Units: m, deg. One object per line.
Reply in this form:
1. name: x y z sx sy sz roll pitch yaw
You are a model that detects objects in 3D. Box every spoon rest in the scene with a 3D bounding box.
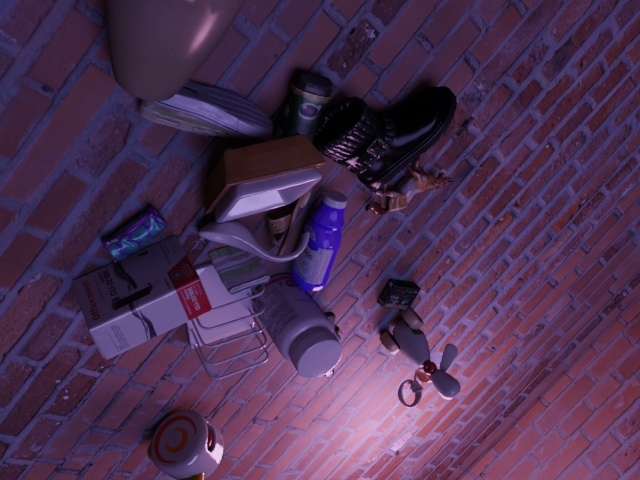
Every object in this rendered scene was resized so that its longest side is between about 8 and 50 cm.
1. spoon rest: -0.168 0.003 1.658 0.276 0.137 0.084 7 79 -7

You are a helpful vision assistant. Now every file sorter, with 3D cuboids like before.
1. file sorter: -0.249 0.208 1.774 0.192 0.173 0.278 -17 132 -21

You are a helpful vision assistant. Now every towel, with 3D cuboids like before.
1. towel: -0.210 0.064 1.699 0.113 0.152 0.023 -20 141 -20

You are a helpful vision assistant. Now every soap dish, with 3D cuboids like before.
1. soap dish: -0.141 -0.140 1.517 0.229 0.291 0.118 -16 86 -21

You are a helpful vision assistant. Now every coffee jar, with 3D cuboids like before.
1. coffee jar: -0.042 -0.305 1.566 0.096 0.079 0.184 11 118 -23

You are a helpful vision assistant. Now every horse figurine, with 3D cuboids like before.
1. horse figurine: 0.233 -0.155 1.877 0.263 0.066 0.174 -40 130 -3

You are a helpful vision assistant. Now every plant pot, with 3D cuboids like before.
1. plant pot: -0.291 -0.406 1.237 0.256 0.256 0.274 -1 141 -33

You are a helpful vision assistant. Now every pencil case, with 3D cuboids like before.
1. pencil case: -0.434 -0.016 1.552 0.151 0.064 0.070 -37 161 -3

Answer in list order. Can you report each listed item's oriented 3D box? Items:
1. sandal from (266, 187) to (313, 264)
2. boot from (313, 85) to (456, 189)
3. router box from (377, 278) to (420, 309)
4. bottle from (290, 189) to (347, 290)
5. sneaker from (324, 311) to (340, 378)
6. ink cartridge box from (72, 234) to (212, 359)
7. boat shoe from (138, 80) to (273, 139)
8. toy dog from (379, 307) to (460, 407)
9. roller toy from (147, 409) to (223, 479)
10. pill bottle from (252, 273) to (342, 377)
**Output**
1. sandal: -0.101 -0.060 1.745 0.079 0.088 0.240 24 104 -9
2. boot: 0.163 -0.302 1.667 0.348 0.131 0.260 -47 135 8
3. router box: 0.257 0.178 2.173 0.122 0.038 0.092 11 117 -38
4. bottle: 0.000 0.000 1.808 0.092 0.118 0.283 -1 125 -32
5. sneaker: 0.021 0.335 2.104 0.108 0.100 0.272 -27 134 -20
6. ink cartridge box: -0.426 0.131 1.579 0.272 0.197 0.114 -26 133 -14
7. boat shoe: -0.249 -0.277 1.456 0.302 0.109 0.094 16 130 -31
8. toy dog: 0.347 0.389 2.240 0.220 0.334 0.161 -27 158 22
9. roller toy: -0.392 0.621 1.988 0.191 0.209 0.146 -52 139 -16
10. pill bottle: -0.064 0.235 1.835 0.160 0.283 0.160 -18 132 -21
